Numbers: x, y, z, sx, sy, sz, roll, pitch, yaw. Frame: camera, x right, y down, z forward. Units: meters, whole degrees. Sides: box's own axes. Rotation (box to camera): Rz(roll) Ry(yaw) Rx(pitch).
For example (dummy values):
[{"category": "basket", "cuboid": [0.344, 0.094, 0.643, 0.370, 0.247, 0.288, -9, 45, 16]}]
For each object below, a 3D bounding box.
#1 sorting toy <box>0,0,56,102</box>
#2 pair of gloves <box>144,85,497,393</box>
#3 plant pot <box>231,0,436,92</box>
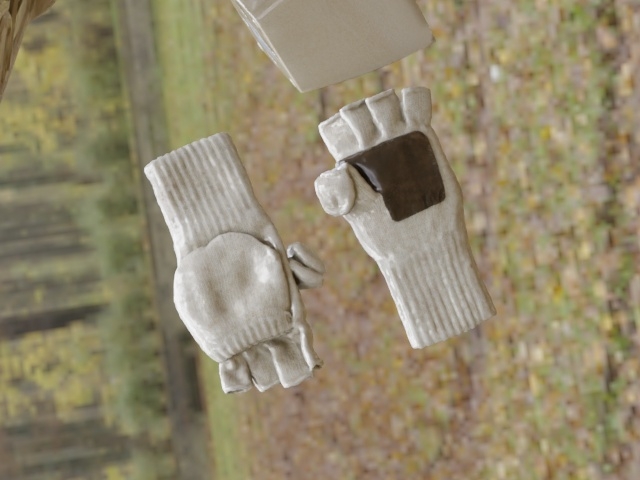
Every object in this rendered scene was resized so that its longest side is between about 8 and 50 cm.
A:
[{"category": "sorting toy", "cuboid": [-0.186, -0.204, 0.979, 0.229, 0.041, 0.307, -78, 4, -50]}, {"category": "pair of gloves", "cuboid": [0.000, 0.000, 1.270, 0.042, 0.240, 0.204, 129, 125, -81]}, {"category": "plant pot", "cuboid": [-0.004, -0.166, 1.113, 0.109, 0.096, 0.109, 51, 176, 48]}]
